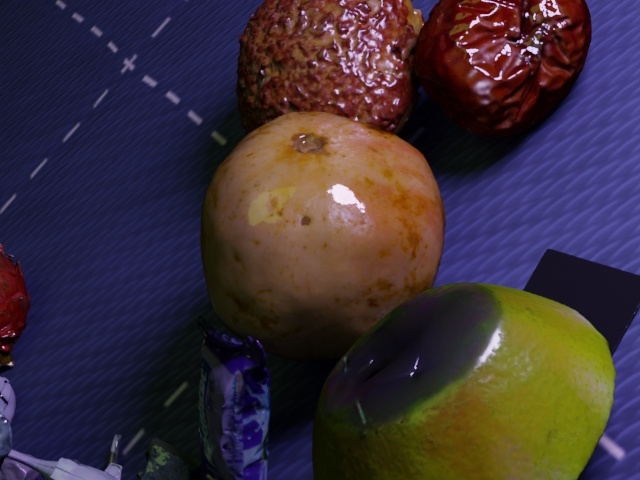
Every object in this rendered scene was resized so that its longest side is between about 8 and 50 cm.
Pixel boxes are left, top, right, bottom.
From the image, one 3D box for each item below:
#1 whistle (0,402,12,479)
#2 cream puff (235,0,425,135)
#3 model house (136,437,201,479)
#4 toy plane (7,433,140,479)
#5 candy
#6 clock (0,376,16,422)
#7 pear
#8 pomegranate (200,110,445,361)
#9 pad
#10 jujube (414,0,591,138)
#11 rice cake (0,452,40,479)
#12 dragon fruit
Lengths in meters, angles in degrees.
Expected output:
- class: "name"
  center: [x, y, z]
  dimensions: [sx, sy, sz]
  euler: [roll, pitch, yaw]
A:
- class: "whistle"
  center: [-0.526, 0.334, 1.964]
  dimensions: [0.188, 0.168, 0.405]
  euler: [-26, 81, 49]
- class: "cream puff"
  center: [0.002, -0.250, 2.034]
  dimensions: [0.350, 0.228, 0.350]
  euler: [-33, 43, 38]
- class: "model house"
  center: [-0.213, 0.321, 1.926]
  dimensions: [0.083, 0.078, 0.066]
  euler: [-62, -2, 0]
- class: "toy plane"
  center: [-0.366, 0.317, 1.995]
  dimensions: [0.273, 0.107, 0.182]
  euler: [37, 76, 29]
- class: "candy"
  center: [-0.114, 0.229, 1.819]
  dimensions: [0.070, 0.275, 0.145]
  euler: [-14, 27, -31]
- class: "clock"
  center: [-0.557, 0.264, 2.250]
  dimensions: [0.176, 0.080, 0.117]
  euler: [-35, 42, 16]
- class: "pear"
  center: [0.126, 0.185, 1.606]
  dimensions: [0.399, 0.165, 0.399]
  euler: [-33, 28, 20]
- class: "pomegranate"
  center: [0.000, 0.000, 1.842]
  dimensions: [0.342, 0.342, 0.342]
  euler: [-22, 47, 26]
- class: "pad"
  center: [0.278, 0.129, 1.713]
  dimensions: [0.170, 0.006, 0.245]
  euler: [18, 71, 47]
- class: "jujube"
  center: [0.245, -0.259, 1.898]
  dimensions: [0.232, 0.213, 0.213]
  euler: [-45, 41, -8]
- class: "rice cake"
  center: [-0.603, 0.335, 2.168]
  dimensions: [0.399, 0.070, 0.064]
  euler: [4, 95, 23]
- class: "dragon fruit"
  center: [-0.558, 0.104, 2.314]
  dimensions: [0.172, 0.172, 0.210]
  euler: [-22, 60, 25]
